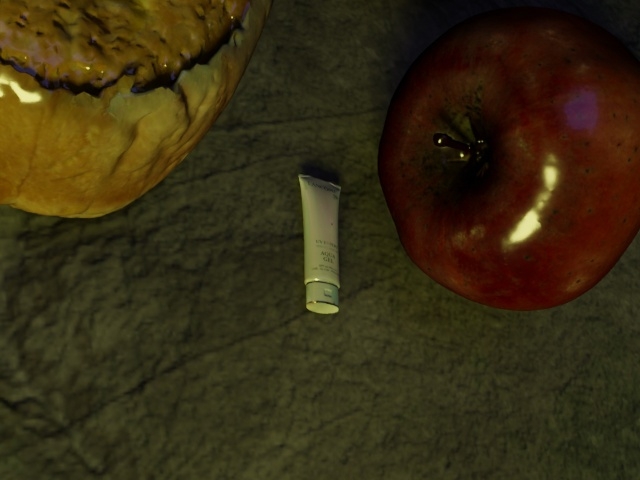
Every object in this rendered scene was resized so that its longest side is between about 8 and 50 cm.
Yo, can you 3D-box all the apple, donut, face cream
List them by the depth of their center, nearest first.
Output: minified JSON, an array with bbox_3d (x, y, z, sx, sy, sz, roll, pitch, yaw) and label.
[{"bbox_3d":[-0.166,-0.173,0.567,0.299,0.150,0.317,1,65,-36],"label":"donut"},{"bbox_3d":[0.000,0.000,0.663,0.038,0.020,0.115,15,55,-25],"label":"face cream"},{"bbox_3d":[0.158,-0.066,0.677,0.234,0.234,0.234,15,58,-26],"label":"apple"}]
